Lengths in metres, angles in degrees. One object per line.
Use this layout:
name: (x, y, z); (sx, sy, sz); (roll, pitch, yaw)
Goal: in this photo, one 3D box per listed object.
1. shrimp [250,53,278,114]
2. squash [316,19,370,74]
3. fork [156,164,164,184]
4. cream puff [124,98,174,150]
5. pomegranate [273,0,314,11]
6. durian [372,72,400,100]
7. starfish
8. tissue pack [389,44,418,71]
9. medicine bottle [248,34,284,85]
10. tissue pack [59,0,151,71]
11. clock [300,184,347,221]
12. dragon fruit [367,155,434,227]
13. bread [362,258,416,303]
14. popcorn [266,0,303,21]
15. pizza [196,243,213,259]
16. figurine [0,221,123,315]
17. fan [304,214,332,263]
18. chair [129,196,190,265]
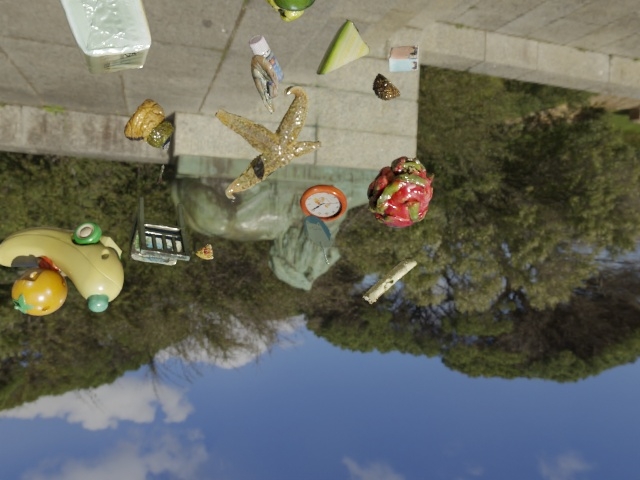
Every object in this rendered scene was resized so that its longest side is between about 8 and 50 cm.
shrimp: (-0.183, -0.541, 1.774); (0.126, 0.224, 0.047); (27, -122, 36)
squash: (0.077, -0.755, 2.136); (0.111, 0.289, 0.203); (10, 162, 38)
fork: (-0.529, -0.216, 1.681); (0.016, 0.012, 0.115); (-14, -139, 5)
cream puff: (-0.650, -0.433, 1.979); (0.169, 0.183, 0.183); (37, 170, -14)
pomegranate: (-0.117, -0.824, 1.626); (0.225, 0.187, 0.187); (-17, -175, -15)
durian: (0.290, -0.699, 2.335); (0.091, 0.148, 0.188); (-41, 176, 2)
starfish: (-0.211, -0.365, 1.854); (0.431, 0.324, 0.082); (-23, -153, 5)
tissue pack: (0.271, -0.590, 1.648); (0.094, 0.074, 0.059); (3, 145, 14)
medicine bottle: (-0.224, -0.743, 2.091); (0.083, 0.084, 0.203); (2, 145, 27)
tissue pack: (-0.619, -0.664, 1.425); (0.205, 0.332, 0.405); (-17, -164, -18)
clock: (0.013, -0.162, 2.193); (0.205, 0.051, 0.205); (3, 137, 3)
dragon fruit: (0.293, -0.179, 1.876); (0.236, 0.231, 0.303); (12, 154, 4)
bread: (0.202, 0.117, 1.487); (0.039, 0.181, 0.251); (48, 177, 9)
popcorn: (-0.116, -0.978, 1.910); (0.235, 0.242, 0.250); (-38, -170, 1)
pizza: (-0.534, 0.047, 2.362); (0.083, 0.078, 0.025); (13, 165, -4)
figurine: (-0.594, 0.070, 1.142); (0.324, 0.222, 0.124); (9, 151, 13)
fan: (0.000, 0.000, 1.535); (0.113, 0.176, 0.005); (15, -139, 44)
chair: (-0.461, 0.010, 1.438); (0.136, 0.147, 0.270); (9, -147, -28)
